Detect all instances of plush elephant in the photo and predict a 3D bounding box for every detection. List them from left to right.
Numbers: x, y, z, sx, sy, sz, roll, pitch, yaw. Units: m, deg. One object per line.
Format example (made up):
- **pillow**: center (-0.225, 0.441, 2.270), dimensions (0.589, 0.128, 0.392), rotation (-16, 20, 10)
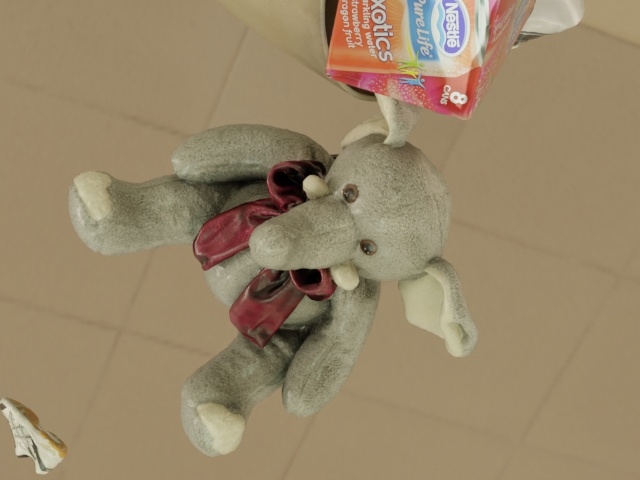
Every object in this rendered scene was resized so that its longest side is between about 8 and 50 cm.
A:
- **plush elephant**: center (0.000, 0.000, 1.164), dimensions (0.330, 0.255, 0.272), rotation (-20, 84, -26)

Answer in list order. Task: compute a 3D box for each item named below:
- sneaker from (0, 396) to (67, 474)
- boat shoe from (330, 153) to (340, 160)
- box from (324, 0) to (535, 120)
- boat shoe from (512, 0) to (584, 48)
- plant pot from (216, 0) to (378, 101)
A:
- **sneaker**: center (-0.266, 0.176, 1.245), dimensions (0.037, 0.083, 0.032), rotation (-51, 156, 5)
- **boat shoe**: center (-0.053, -0.075, 1.497), dimensions (0.228, 0.080, 0.076), rotation (9, 114, 27)
- **box**: center (0.106, -0.214, 1.099), dimensions (0.122, 0.257, 0.128), rotation (19, 123, 10)
- **boat shoe**: center (0.244, -0.303, 1.867), dimensions (0.102, 0.301, 0.108), rotation (-28, 88, 44)
- **plant pot**: center (-0.026, -0.286, 1.201), dimensions (0.274, 0.256, 0.256), rotation (26, 125, 29)
